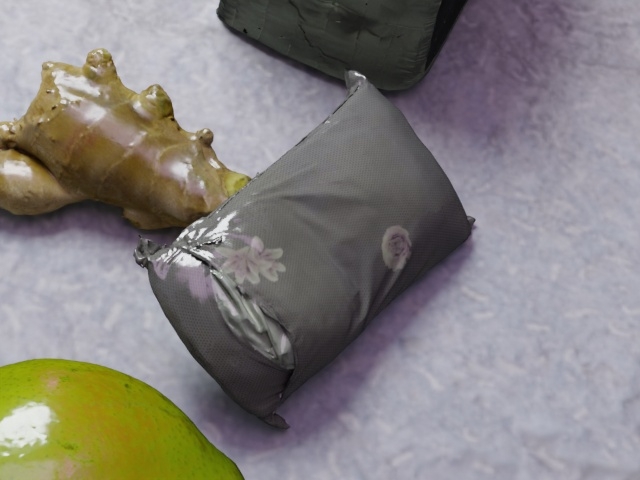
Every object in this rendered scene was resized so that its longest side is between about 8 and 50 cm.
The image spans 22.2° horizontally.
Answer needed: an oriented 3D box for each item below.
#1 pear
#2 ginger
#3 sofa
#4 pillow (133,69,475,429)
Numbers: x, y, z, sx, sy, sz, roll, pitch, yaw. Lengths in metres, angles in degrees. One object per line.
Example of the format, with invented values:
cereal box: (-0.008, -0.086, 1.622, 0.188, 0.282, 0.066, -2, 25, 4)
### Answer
pear: (-0.152, 0.161, 0.975, 0.219, 0.187, 0.187, -13, 63, -18)
ginger: (-0.141, -0.066, 1.165, 0.205, 0.081, 0.115, 9, 71, -3)
sofa: (0.046, -0.260, 1.240, 0.176, 0.210, 0.225, 25, 64, 8)
pillow: (0.000, 0.000, 1.129, 0.255, 0.059, 0.169, -43, 101, -30)
